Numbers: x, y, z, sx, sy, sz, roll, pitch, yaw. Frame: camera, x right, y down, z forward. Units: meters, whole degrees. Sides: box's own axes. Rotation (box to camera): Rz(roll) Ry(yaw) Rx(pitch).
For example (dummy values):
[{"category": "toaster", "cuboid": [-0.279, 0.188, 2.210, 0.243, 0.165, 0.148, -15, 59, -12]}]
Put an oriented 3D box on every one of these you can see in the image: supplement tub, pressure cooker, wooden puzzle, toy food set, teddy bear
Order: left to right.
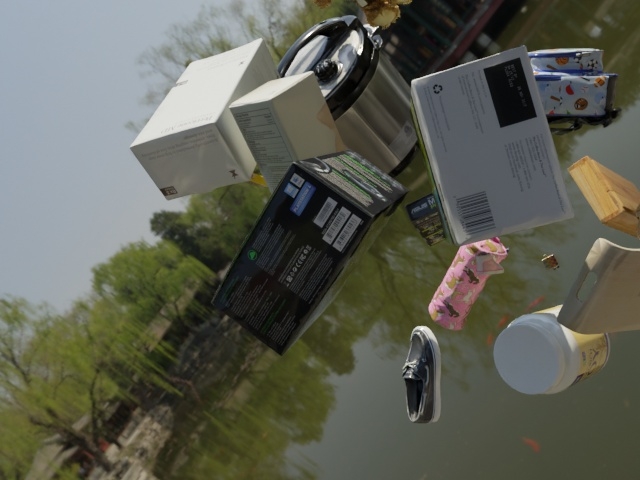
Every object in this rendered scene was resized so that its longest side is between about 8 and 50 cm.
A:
[{"category": "pressure cooker", "cuboid": [0.056, -0.385, 1.584, 0.375, 0.420, 0.370, -21, 47, 33]}, {"category": "teddy bear", "cuboid": [0.074, -0.645, 1.358, 0.245, 0.337, 0.113, 113, 176, -68]}, {"category": "wooden puzzle", "cuboid": [0.917, 0.087, 2.272, 0.049, 0.083, 0.006, -29, 17, 15]}, {"category": "supplement tub", "cuboid": [0.708, 0.332, 1.741, 0.331, 0.241, 0.241, -4, -34, -42]}, {"category": "toy food set", "cuboid": [0.686, 0.092, 1.279, 0.092, 0.306, 0.220, 53, 136, 50]}]

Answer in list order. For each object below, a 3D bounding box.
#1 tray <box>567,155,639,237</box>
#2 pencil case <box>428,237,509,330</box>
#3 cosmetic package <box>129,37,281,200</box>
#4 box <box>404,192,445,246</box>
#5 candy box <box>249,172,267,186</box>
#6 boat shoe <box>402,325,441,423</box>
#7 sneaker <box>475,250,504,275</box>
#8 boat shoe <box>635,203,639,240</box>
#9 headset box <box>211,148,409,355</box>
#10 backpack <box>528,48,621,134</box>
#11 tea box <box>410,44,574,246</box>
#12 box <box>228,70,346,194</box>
[{"category": "tray", "cuboid": [0.936, -0.123, 1.778, 0.410, 0.203, 0.076, 11, -40, -44]}, {"category": "pencil case", "cuboid": [0.529, 0.148, 2.063, 0.160, 0.167, 0.386, -91, 19, -58]}, {"category": "cosmetic package", "cuboid": [-0.232, -0.276, 1.271, 0.217, 0.156, 0.385, -12, 37, 21]}, {"category": "box", "cuboid": [0.401, -0.094, 1.648, 0.270, 0.060, 0.216, -26, -28, 15]}, {"category": "candy box", "cuboid": [-0.239, -0.185, 1.484, 0.027, 0.205, 0.105, -70, 16, -5]}, {"category": "boat shoe", "cuboid": [0.307, 0.419, 1.787, 0.108, 0.102, 0.301, -18, 67, 53]}, {"category": "sneaker", "cuboid": [0.496, 0.065, 1.666, 0.051, 0.070, 0.134, -11, -7, 41]}, {"category": "boat shoe", "cuboid": [0.928, -0.047, 1.578, 0.190, 0.072, 0.068, -57, -8, -45]}, {"category": "headset box", "cuboid": [0.000, 0.000, 0.875, 0.246, 0.131, 0.283, -57, -9, 21]}, {"category": "backpack", "cuboid": [0.565, -0.366, 1.409, 0.263, 0.213, 0.276, -6, 7, 6]}, {"category": "tea box", "cuboid": [0.333, -0.172, 1.181, 0.219, 0.329, 0.323, -15, -2, 9]}, {"category": "box", "cuboid": [-0.035, -0.154, 1.113, 0.121, 0.311, 0.148, -40, 30, -30]}]
